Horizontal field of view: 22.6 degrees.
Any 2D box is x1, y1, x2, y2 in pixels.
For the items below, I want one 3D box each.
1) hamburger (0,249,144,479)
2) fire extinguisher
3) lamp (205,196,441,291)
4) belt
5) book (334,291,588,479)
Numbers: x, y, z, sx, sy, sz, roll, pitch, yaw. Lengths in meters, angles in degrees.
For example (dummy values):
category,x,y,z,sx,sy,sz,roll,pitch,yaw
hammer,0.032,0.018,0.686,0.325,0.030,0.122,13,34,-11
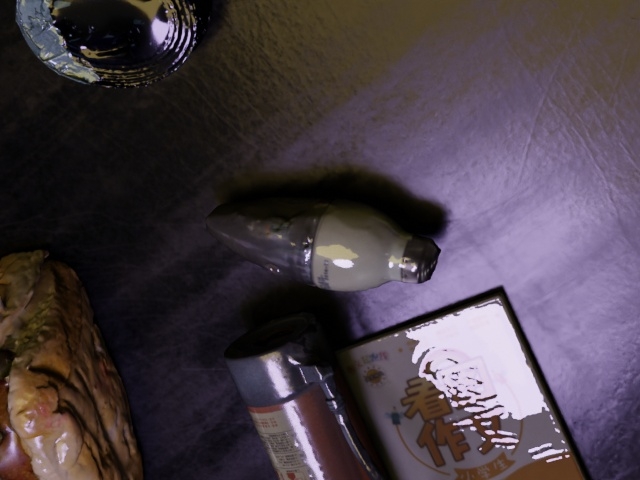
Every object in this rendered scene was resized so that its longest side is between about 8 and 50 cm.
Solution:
category,x,y,z,sx,sy,sz,roll,pitch,yaw
hamburger,-0.319,0.193,1.750,0.162,0.209,0.330,-8,105,15
fire extinguisher,0.024,0.272,1.716,0.113,0.200,0.376,-25,106,-8
lamp,0.000,0.000,1.665,0.250,0.101,0.101,12,112,15
belt,-0.214,-0.233,1.641,0.198,0.078,0.151,7,115,8
book,0.163,0.219,1.751,0.207,0.020,0.295,-22,103,20
